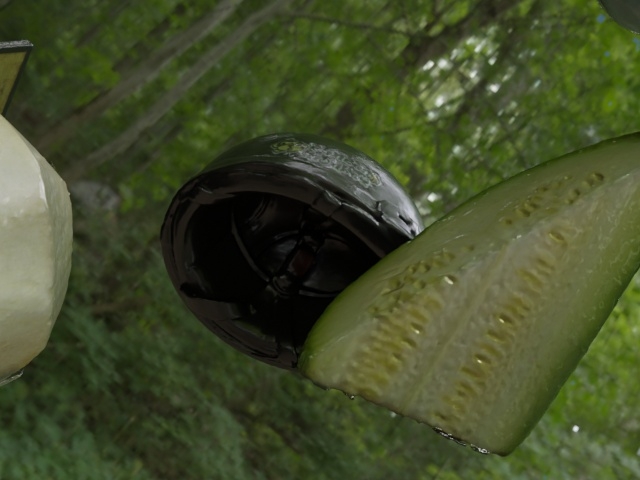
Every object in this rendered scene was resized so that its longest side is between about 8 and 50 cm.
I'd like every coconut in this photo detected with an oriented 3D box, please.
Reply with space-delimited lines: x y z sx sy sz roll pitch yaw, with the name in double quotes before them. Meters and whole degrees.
"coconut" -0.374 0.010 0.823 0.323 0.323 0.323 28 -33 20

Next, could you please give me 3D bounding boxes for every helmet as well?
"helmet" 0.000 0.000 0.928 0.278 0.160 0.231 17 -50 5

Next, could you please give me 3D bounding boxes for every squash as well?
"squash" 0.123 0.000 0.749 0.203 0.289 0.111 25 7 -19

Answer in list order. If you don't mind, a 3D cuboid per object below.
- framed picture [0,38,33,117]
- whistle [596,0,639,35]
"framed picture" -0.477 -0.098 1.034 0.014 0.338 0.255 47 -55 17
"whistle" 0.325 -0.228 0.843 0.289 0.164 0.163 32 -24 -29
